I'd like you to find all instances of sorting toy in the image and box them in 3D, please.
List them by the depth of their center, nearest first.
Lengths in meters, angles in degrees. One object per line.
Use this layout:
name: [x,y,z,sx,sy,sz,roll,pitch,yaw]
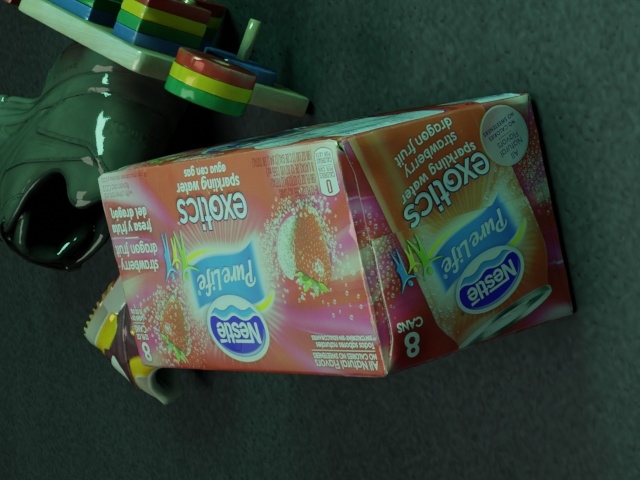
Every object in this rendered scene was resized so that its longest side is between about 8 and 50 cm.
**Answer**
sorting toy: [-0.093,-0.129,1.097,0.274,0.132,0.046,30,103,46]

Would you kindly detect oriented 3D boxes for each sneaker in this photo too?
sneaker: [-0.092,0.033,1.221,0.084,0.069,0.185,44,139,13]
sneaker: [-0.190,-0.037,1.249,0.286,0.109,0.130,-30,42,58]

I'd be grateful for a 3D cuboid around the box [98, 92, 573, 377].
box: [0.000,0.000,1.000,0.257,0.128,0.122,-4,100,56]
